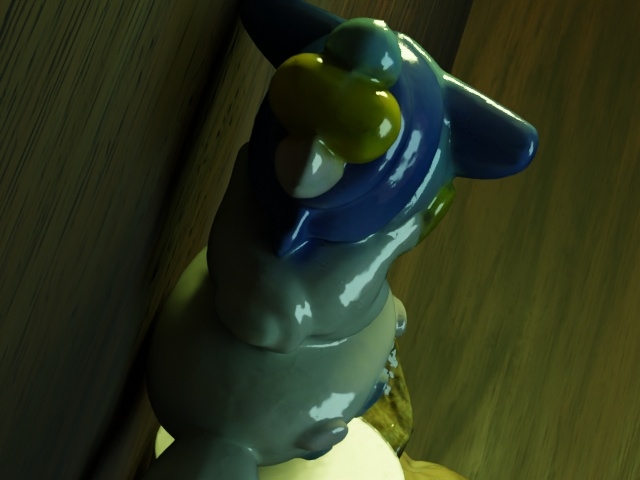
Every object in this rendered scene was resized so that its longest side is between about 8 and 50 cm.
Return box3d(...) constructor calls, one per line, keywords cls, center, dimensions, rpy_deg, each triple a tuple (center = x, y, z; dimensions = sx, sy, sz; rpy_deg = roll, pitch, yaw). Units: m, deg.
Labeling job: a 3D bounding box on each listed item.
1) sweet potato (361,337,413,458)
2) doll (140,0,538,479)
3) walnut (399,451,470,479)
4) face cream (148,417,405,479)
box3d(cls="sweet potato", center=(-0.039, 0.202, 1.501), dimensions=(0.158, 0.158, 0.369), rpy_deg=(-66, 180, -57))
box3d(cls="doll", center=(0.009, 0.002, 1.151), dimensions=(0.376, 0.187, 0.365), rpy_deg=(-96, -157, -59))
box3d(cls="walnut", center=(0.032, 0.368, 1.750), dimensions=(0.381, 0.381, 0.381), rpy_deg=(16, 90, -85))
box3d(cls="face cream", center=(-0.041, 0.211, 1.304), dimensions=(0.177, 0.177, 0.153), rpy_deg=(-65, 170, -59))
